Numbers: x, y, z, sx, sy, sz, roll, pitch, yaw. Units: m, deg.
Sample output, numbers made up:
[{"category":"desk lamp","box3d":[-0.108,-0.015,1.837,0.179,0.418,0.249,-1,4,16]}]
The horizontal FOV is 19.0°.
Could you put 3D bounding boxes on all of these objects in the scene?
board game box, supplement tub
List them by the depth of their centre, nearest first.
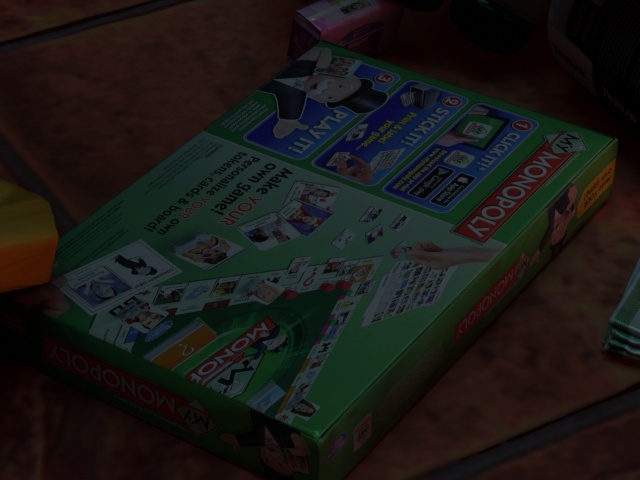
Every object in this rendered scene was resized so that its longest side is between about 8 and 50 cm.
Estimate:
[{"category":"board game box","box3d":[0.000,0.000,1.078,0.213,0.046,0.317,22,42,27]},{"category":"supplement tub","box3d":[0.232,-0.106,1.163,0.117,0.117,0.190,-15,39,-20]}]

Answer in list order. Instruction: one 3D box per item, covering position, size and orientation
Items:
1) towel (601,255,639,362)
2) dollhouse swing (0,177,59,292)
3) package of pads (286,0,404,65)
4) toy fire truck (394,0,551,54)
[{"category":"towel","box3d":[0.240,0.041,1.043,0.152,0.023,0.113,14,39,18]},{"category":"dollhouse swing","box3d":[-0.355,0.066,0.949,0.347,0.315,0.305,23,3,28]},{"category":"package of pads","box3d":[0.018,-0.139,1.262,0.083,0.050,0.032,-29,57,-33]},{"category":"toy fire truck","box3d":[0.100,-0.278,1.292,0.217,0.158,0.246,27,35,-3]}]
